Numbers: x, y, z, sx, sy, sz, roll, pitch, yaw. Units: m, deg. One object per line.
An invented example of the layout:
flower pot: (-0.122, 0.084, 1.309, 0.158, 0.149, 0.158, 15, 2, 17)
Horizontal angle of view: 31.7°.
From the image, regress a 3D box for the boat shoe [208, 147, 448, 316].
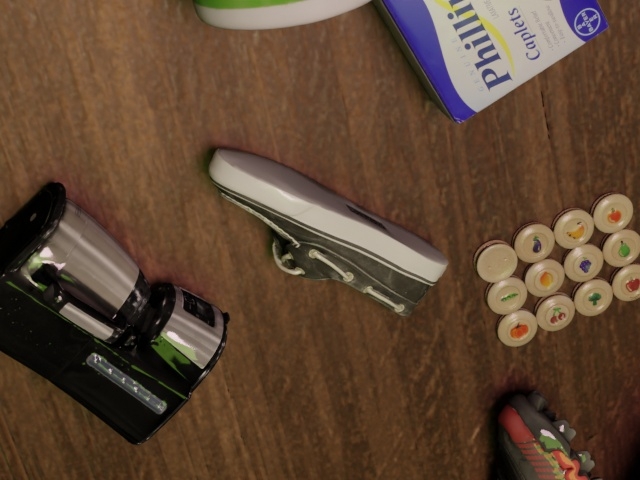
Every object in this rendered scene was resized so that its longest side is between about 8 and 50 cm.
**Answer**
boat shoe: (0.000, 0.000, 0.891, 0.219, 0.078, 0.070, 27, 105, -24)

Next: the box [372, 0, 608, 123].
box: (0.120, -0.178, 0.839, 0.137, 0.072, 0.126, -33, 116, 4)

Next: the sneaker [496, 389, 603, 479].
sneaker: (0.196, 0.265, 1.043, 0.135, 0.097, 0.276, -22, 118, -4)

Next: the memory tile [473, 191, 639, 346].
memory tile: (0.213, 0.027, 0.986, 0.148, 0.012, 0.113, -22, 117, -2)

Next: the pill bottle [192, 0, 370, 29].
pill bottle: (-0.038, -0.272, 0.724, 0.136, 0.136, 0.245, -13, 116, -6)

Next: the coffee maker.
coffee maker: (-0.188, 0.069, 0.873, 0.171, 0.120, 0.178, -33, 118, 30)
